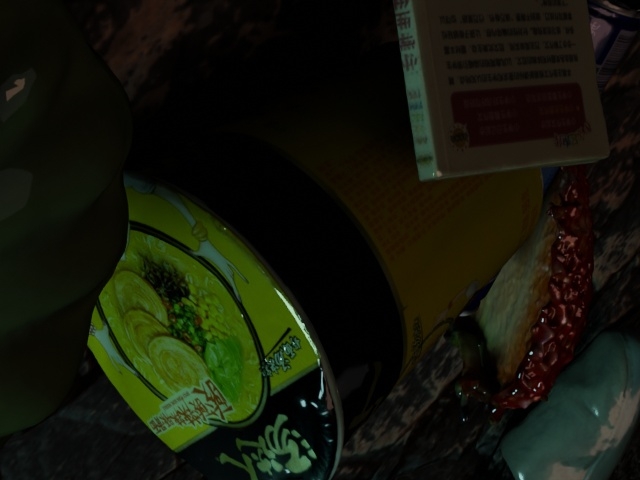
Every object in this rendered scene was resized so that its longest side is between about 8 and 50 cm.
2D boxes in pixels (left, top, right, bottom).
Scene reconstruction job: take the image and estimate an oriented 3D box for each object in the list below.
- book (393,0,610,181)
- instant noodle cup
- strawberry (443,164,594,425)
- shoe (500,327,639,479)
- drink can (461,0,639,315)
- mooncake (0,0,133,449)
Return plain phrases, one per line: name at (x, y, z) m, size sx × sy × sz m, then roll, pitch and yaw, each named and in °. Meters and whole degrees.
book at (0.094, -0.153, 0.992) m, size 0.162 × 0.022 × 0.232 m, roll -9°, pitch 91°, yaw -46°
instant noodle cup at (0.000, 0.000, 1.022) m, size 0.236 × 0.215 × 0.215 m, roll -38°, pitch 148°, yaw -35°
strawberry at (0.160, 0.022, 1.248) m, size 0.087 × 0.167 × 0.208 m, roll 14°, pitch 122°, yaw -17°
shoe at (0.202, 0.184, 1.562) m, size 0.100 × 0.103 × 0.251 m, roll 17°, pitch 101°, yaw -10°
drink can at (0.117, -0.072, 1.168) m, size 0.097 × 0.097 × 0.235 m, roll -1°, pitch 125°, yaw -51°
mooncake at (-0.241, 0.009, 0.733) m, size 0.351 × 0.187 × 0.351 m, roll -32°, pitch 143°, yaw -28°
